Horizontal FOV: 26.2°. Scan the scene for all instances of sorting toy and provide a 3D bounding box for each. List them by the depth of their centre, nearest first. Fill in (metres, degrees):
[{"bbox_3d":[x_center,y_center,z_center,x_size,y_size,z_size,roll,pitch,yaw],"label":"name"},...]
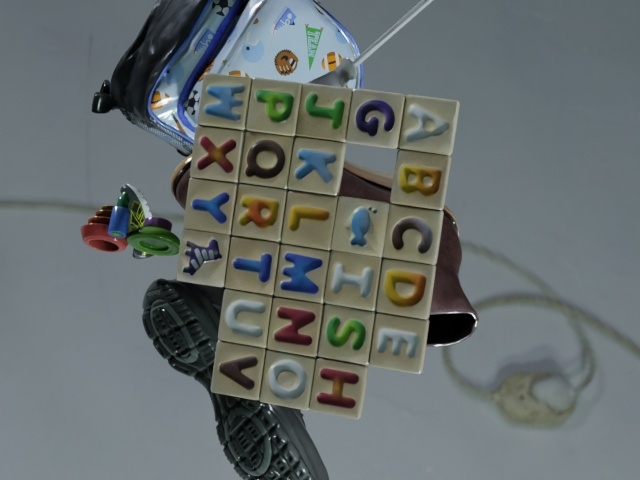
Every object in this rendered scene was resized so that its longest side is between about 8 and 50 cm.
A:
[{"bbox_3d":[-0.176,-0.016,1.278,0.101,0.061,0.042,2,68,18],"label":"sorting toy"}]

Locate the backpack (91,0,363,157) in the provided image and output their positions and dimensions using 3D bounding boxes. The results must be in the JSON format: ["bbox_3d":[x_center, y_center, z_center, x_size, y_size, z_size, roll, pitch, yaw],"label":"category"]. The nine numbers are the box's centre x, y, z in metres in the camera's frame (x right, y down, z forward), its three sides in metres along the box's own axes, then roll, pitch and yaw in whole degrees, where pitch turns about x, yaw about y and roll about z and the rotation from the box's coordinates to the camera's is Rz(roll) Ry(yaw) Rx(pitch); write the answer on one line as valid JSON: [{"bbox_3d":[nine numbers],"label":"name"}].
[{"bbox_3d":[-0.073,-0.188,1.588,0.213,0.263,0.277,35,91,44],"label":"backpack"}]

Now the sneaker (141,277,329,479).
[{"bbox_3d":[-0.064,0.144,1.454,0.130,0.109,0.286,-28,86,-42],"label":"sneaker"}]

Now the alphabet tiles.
[{"bbox_3d":[-0.011,0.004,1.009,0.198,0.009,0.237,8,91,18],"label":"alphabet tiles"}]

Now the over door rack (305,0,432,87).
[{"bbox_3d":[0.044,-0.295,1.198,0.108,0.324,0.240,-25,86,-41],"label":"over door rack"}]

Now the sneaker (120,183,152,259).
[{"bbox_3d":[-0.193,-0.019,1.434,0.035,0.031,0.083,-22,81,-21],"label":"sneaker"}]

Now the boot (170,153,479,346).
[{"bbox_3d":[0.000,0.000,1.134,0.248,0.090,0.207,6,31,-9],"label":"boot"}]
